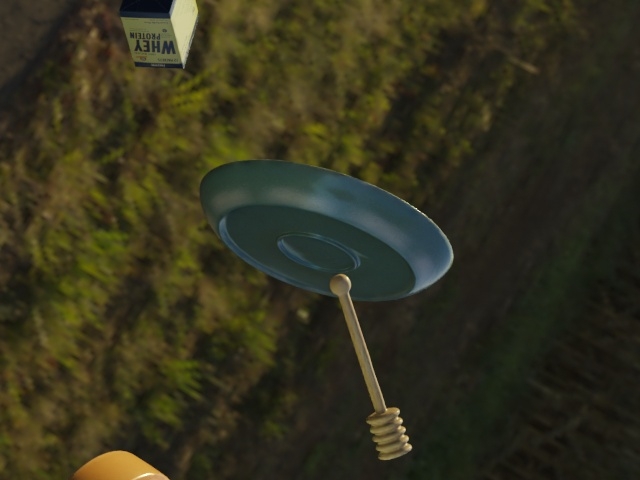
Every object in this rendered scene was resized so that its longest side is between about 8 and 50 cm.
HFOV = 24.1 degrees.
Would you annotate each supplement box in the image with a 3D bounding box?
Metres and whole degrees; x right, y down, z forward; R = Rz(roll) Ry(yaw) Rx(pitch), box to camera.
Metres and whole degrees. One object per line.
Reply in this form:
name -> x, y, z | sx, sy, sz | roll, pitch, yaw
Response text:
supplement box -> -0.171, -0.242, 1.603 | 0.083, 0.056, 0.083 | 80, 18, -52

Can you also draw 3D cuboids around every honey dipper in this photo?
honey dipper -> 0.037, 0.105, 1.262 | 0.030, 0.160, 0.030 | -19, -177, 1

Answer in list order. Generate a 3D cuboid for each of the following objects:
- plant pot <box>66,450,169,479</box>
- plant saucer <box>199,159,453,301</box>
plant pot -> -0.225, 0.431, 1.843 | 0.291, 0.203, 0.291 | -46, 149, -39
plant saucer -> 0.000, 0.000, 1.799 | 0.317, 0.318, 0.043 | 81, 25, -65
